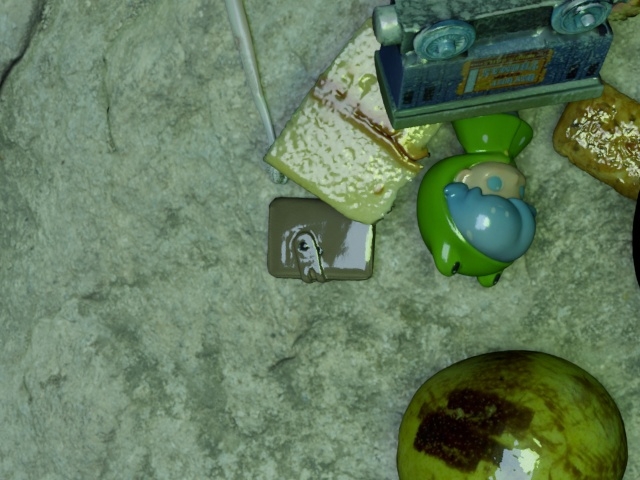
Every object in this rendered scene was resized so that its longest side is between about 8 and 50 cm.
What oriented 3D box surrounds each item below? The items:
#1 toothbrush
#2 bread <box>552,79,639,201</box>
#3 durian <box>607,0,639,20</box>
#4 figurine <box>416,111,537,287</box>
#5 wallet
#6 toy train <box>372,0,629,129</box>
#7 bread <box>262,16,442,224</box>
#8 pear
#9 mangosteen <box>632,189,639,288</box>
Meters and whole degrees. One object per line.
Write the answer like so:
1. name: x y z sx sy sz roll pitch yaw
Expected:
1. toothbrush: -0.094 -0.224 1.638 0.025 0.029 0.307 -15 89 25
2. bread: 0.393 -0.109 1.473 0.211 0.083 0.114 31 98 11
3. durian: 0.253 -0.371 1.457 0.341 0.191 0.112 14 66 16
4. figurine: 0.204 -0.077 1.499 0.143 0.162 0.263 2 80 41
5. wallet: 0.000 0.000 1.623 0.152 0.039 0.118 1 92 16
6. toy train: 0.202 -0.242 1.375 0.299 0.202 0.131 -9 63 -7
7. bread: 0.067 -0.145 1.546 0.178 0.135 0.240 38 102 7
8. pear: 0.229 0.261 1.458 0.283 0.283 0.284 1 95 17
9. mangosteen: 0.551 -0.001 1.279 0.382 0.435 0.382 38 140 41
